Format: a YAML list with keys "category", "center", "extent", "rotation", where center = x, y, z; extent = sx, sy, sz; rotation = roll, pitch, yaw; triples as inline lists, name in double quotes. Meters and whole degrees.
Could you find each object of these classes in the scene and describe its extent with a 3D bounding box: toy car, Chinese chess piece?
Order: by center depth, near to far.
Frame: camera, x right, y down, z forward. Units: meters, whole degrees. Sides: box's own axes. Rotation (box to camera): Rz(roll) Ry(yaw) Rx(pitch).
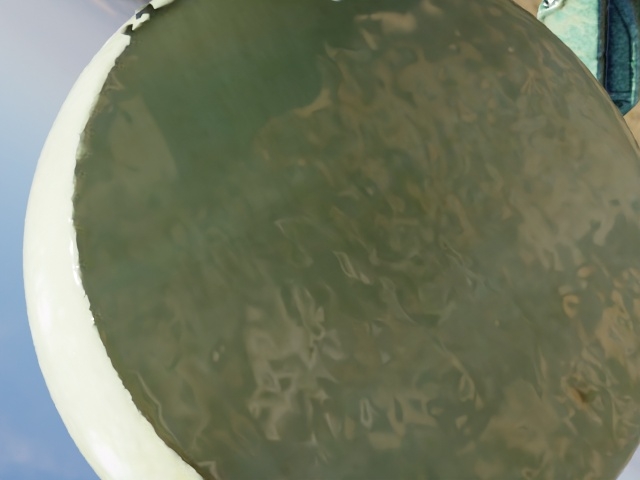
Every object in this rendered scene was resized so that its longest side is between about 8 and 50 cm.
- category: "Chinese chess piece"
  center: [0.019, 0.013, 0.545]
  extent: [0.349, 0.349, 0.146]
  rotation: [35, 153, -7]
- category: "toy car"
  center: [0.222, -0.170, 0.818]
  extent: [0.097, 0.141, 0.321]
  rotation: [9, 132, 22]
